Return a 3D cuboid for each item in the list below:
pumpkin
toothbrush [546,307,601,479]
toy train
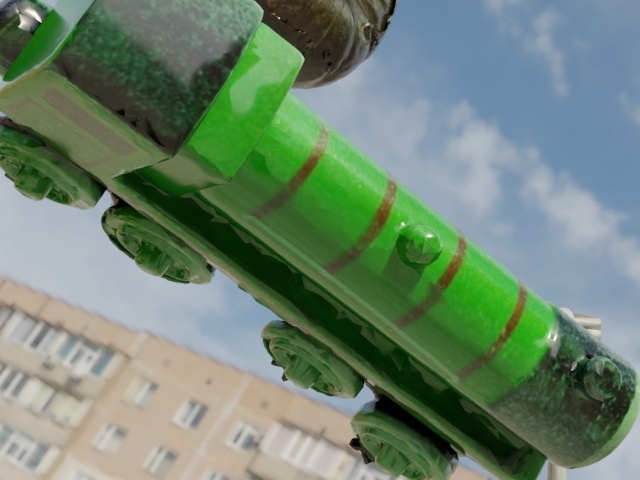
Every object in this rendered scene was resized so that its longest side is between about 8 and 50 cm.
[{"bbox_3d":[-0.024,-0.253,1.262,0.159,0.238,0.238,-12,-50,38],"label":"pumpkin"},{"bbox_3d":[0.135,0.209,0.795,0.030,0.342,0.025,4,-4,-17],"label":"toothbrush"},{"bbox_3d":[0.000,0.000,0.468,0.251,0.085,0.119,37,-20,-20],"label":"toy train"}]
